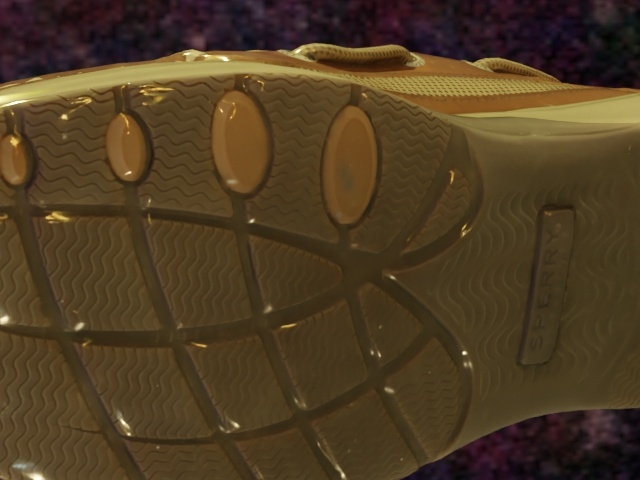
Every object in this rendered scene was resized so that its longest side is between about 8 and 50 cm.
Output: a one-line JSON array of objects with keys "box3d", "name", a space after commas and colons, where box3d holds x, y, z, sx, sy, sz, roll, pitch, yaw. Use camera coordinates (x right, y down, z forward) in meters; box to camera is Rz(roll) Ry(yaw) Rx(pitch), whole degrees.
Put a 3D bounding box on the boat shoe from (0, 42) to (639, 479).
[{"box3d": [0.000, 0.000, 0.504, 0.116, 0.324, 0.123, 26, 109, 49], "name": "boat shoe"}]
